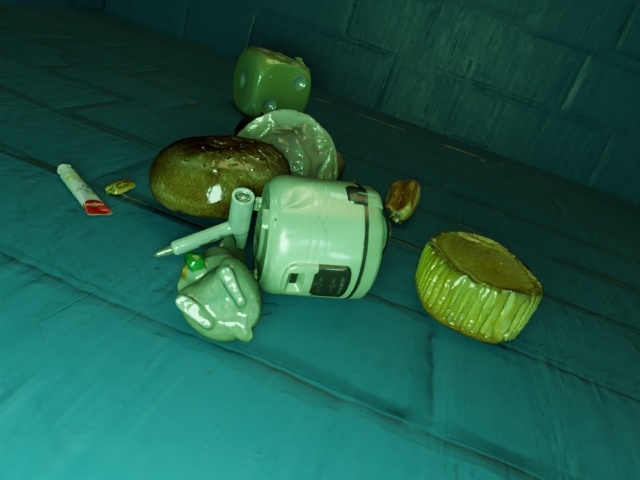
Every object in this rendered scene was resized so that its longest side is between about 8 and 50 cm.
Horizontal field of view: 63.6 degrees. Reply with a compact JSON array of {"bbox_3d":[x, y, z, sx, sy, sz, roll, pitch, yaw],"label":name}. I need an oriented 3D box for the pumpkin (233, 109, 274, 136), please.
[{"bbox_3d":[-0.142,-0.308,1.544,0.238,0.159,0.238,2,26,-1],"label":"pumpkin"}]

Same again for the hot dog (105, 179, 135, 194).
[{"bbox_3d":[-0.428,-0.117,1.103,0.037,0.021,0.083,19,22,3],"label":"hot dog"}]

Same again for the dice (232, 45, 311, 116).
[{"bbox_3d":[-0.201,-0.631,2.101,0.250,0.254,0.252,-1,32,-32],"label":"dice"}]

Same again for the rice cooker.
[{"bbox_3d":[0.000,0.000,0.920,0.244,0.226,0.226,4,27,-17],"label":"rice cooker"}]

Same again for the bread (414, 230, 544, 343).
[{"bbox_3d":[0.315,0.093,1.055,0.228,0.142,0.253,14,27,-13],"label":"bread"}]

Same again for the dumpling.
[{"bbox_3d":[-0.093,-0.222,1.328,0.243,0.226,0.175,-7,19,-38],"label":"dumpling"}]

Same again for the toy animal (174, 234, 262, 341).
[{"bbox_3d":[-0.160,0.065,0.824,0.126,0.127,0.251,-3,15,-8],"label":"toy animal"}]

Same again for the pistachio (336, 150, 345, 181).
[{"bbox_3d":[0.004,-0.211,1.515,0.126,0.108,0.185,46,36,5],"label":"pistachio"}]

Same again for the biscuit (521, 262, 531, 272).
[{"bbox_3d":[0.464,0.084,1.316,0.280,0.043,0.183,-7,37,-39],"label":"biscuit"}]

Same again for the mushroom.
[{"bbox_3d":[-0.201,-0.134,1.061,0.278,0.163,0.297,9,18,43],"label":"mushroom"}]

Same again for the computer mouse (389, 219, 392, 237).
[{"bbox_3d":[0.077,-0.035,1.177,0.160,0.097,0.288,29,11,-1],"label":"computer mouse"}]

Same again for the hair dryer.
[{"bbox_3d":[-0.210,-0.013,0.917,0.183,0.154,0.044,-15,55,-28],"label":"hair dryer"}]

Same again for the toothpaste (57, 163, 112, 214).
[{"bbox_3d":[-0.476,-0.101,1.025,0.048,0.031,0.190,-4,35,-48],"label":"toothpaste"}]

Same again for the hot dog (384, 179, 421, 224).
[{"bbox_3d":[0.242,-0.114,1.517,0.102,0.076,0.249,-5,26,16],"label":"hot dog"}]
